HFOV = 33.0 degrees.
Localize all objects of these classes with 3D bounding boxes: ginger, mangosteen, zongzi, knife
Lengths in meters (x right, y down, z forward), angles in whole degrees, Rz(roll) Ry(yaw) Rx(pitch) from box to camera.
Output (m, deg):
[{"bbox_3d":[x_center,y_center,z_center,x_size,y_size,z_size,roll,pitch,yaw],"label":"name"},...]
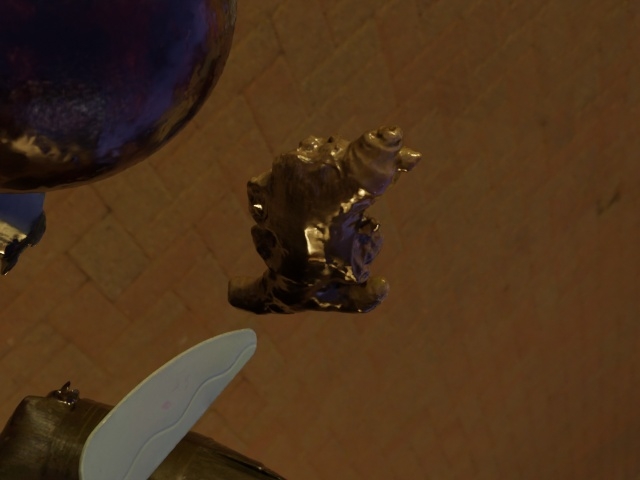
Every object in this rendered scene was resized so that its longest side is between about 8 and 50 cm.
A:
[{"bbox_3d":[0.000,-0.001,1.066,0.333,0.166,0.080,109,6,-48],"label":"ginger"},{"bbox_3d":[-0.205,-0.198,0.722,0.306,0.306,0.359,-39,164,-25],"label":"mangosteen"},{"bbox_3d":[-0.179,0.381,1.332,0.432,0.403,0.207,88,21,-53],"label":"zongzi"},{"bbox_3d":[-0.113,0.127,0.570,0.260,0.035,0.063,-54,134,-35],"label":"knife"}]

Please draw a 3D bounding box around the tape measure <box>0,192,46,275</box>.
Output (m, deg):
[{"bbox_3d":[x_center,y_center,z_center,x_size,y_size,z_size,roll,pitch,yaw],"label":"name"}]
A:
[{"bbox_3d":[-0.381,-0.121,1.005,0.256,0.275,0.147,26,129,-39],"label":"tape measure"}]
